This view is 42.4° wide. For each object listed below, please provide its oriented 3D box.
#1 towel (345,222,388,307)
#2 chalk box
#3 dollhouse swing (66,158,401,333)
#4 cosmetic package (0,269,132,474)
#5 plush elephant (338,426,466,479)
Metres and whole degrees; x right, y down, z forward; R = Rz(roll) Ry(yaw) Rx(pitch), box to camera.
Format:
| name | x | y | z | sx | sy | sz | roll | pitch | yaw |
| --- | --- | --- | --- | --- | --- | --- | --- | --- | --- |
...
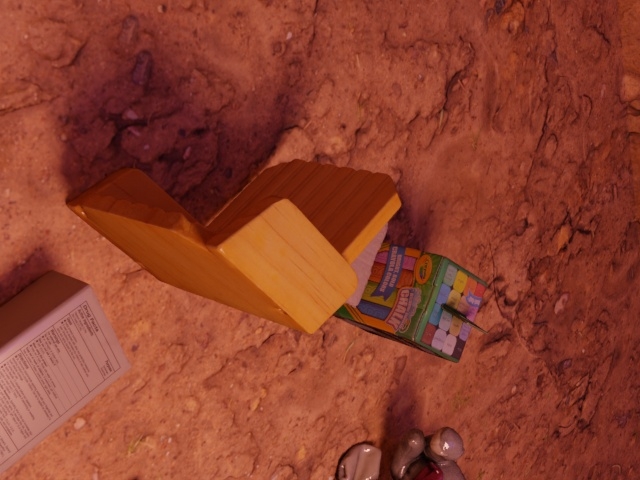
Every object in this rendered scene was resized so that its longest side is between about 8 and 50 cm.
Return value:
| name | x | y | z | sx | sy | sz | roll | pitch | yaw |
| --- | --- | --- | --- | --- | --- | --- | --- | --- | --- |
| towel | 0.000 | 0.000 | 1.555 | 0.282 | 0.049 | 0.187 | 27 | 81 | -37 |
| chalk box | 0.201 | 0.122 | 1.646 | 0.180 | 0.289 | 0.179 | 30 | 78 | -47 |
| dollhouse swing | -0.106 | -0.068 | 1.221 | 0.315 | 0.346 | 0.305 | 47 | 66 | -43 |
| cosmetic package | -0.429 | 0.196 | 1.117 | 0.309 | 0.113 | 0.160 | -40 | 127 | -34 |
| plush elephant | 0.182 | 0.553 | 1.769 | 0.255 | 0.330 | 0.272 | -32 | 101 | -21 |
